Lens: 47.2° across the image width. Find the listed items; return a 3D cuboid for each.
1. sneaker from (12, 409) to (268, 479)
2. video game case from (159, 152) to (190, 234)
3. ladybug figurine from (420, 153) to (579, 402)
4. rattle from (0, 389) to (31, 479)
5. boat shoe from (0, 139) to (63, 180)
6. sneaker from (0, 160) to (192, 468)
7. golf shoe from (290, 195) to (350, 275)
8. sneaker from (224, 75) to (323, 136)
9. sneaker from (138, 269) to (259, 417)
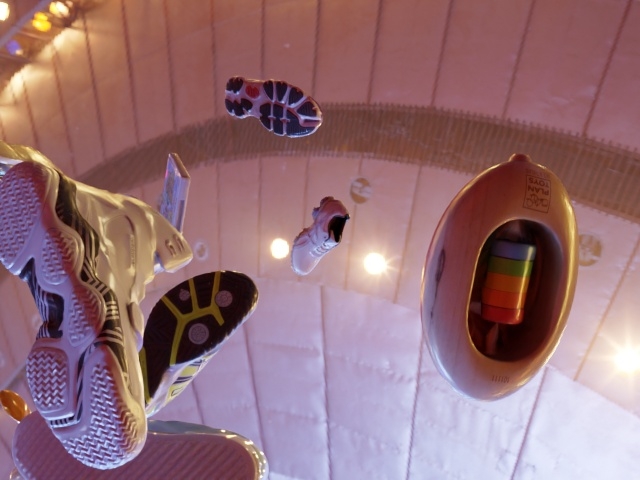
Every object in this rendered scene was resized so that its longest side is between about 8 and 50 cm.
[{"bbox_3d":[-0.248,0.316,1.037,0.365,0.150,0.135,8,-104,13],"label":"sneaker"},{"bbox_3d":[-0.336,-0.081,1.663,0.212,0.023,0.193,-131,-129,-63],"label":"video game case"},{"bbox_3d":[0.315,0.064,1.343,0.162,0.305,0.449,-158,-100,-68],"label":"ladybug figurine"},{"bbox_3d":[-0.561,0.383,1.314,0.199,0.142,0.130,-42,-149,29],"label":"rattle"},{"bbox_3d":[-0.534,-0.126,1.290,0.065,0.206,0.075,-47,-105,7],"label":"boat shoe"},{"bbox_3d":[-0.238,0.075,0.867,0.137,0.210,0.366,-36,-112,27],"label":"sneaker"},{"bbox_3d":[0.000,0.000,1.472,0.086,0.069,0.176,41,-72,53],"label":"golf shoe"},{"bbox_3d":[-0.053,-0.184,0.952,0.170,0.071,0.068,28,-57,40],"label":"sneaker"},{"bbox_3d":[-0.272,0.198,1.409,0.384,0.147,0.145,-41,-104,4],"label":"sneaker"}]
